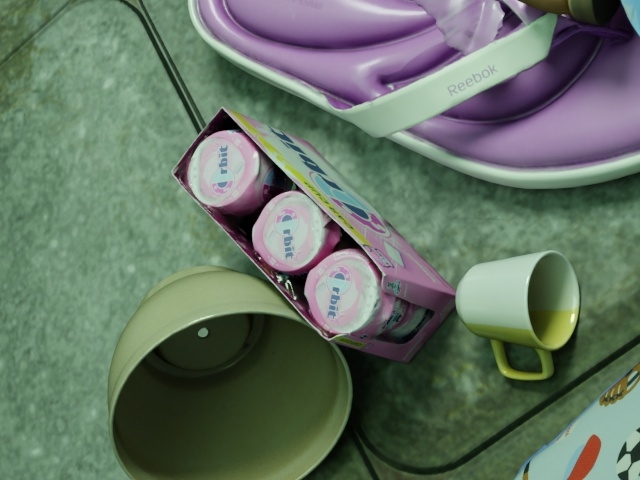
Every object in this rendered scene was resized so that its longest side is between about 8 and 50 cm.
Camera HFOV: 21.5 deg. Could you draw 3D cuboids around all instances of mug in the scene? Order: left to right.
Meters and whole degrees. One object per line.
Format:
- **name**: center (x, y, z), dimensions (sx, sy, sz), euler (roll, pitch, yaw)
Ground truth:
- **mug**: center (0.120, 0.045, 1.069), dimensions (0.064, 0.062, 0.078), euler (-1, 73, 40)

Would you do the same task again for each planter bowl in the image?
- **planter bowl**: center (-0.071, 0.084, 1.134), dimensions (0.162, 0.162, 0.109), euler (-48, 34, 15)

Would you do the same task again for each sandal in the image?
- **sandal**: center (0.069, -0.135, 1.109), dimensions (0.416, 0.102, 0.169), euler (13, 89, 31)

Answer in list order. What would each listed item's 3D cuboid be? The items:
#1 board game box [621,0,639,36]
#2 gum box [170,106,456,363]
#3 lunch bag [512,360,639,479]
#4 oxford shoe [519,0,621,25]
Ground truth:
- **board game box**: center (0.245, -0.157, 1.005), dimensions (0.168, 0.033, 0.133), euler (-24, 83, -19)
- **gum box**: center (0.000, 0.000, 1.122), dimensions (0.062, 0.107, 0.188), euler (-52, 59, 13)
- **lunch bag**: center (0.169, 0.203, 0.904), dimensions (0.303, 0.115, 0.243), euler (-53, 17, 15)
- **oxford shoe**: center (0.173, -0.228, 1.044), dimensions (0.076, 0.076, 0.212), euler (14, 59, 29)
